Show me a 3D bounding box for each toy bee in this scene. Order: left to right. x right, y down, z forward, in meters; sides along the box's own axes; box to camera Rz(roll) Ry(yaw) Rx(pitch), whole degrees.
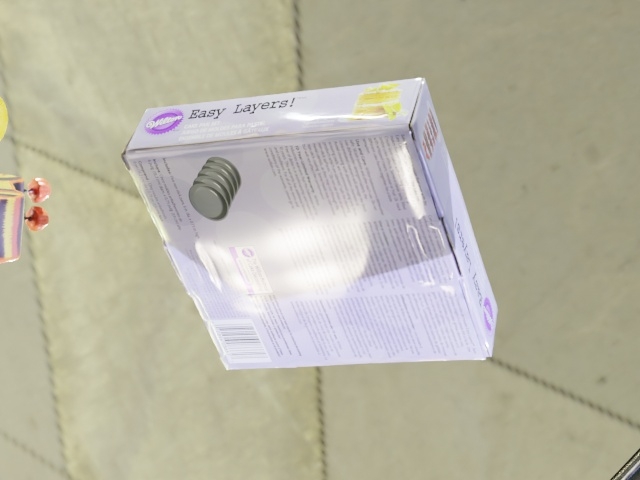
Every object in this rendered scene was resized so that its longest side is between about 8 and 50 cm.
[{"bbox_3d":[-0.294,-0.039,1.344,0.298,0.162,0.195,51,133,50],"label":"toy bee"}]

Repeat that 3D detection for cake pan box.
[{"bbox_3d":[0.000,0.000,1.301,0.245,0.070,0.267,-4,131,23],"label":"cake pan box"}]

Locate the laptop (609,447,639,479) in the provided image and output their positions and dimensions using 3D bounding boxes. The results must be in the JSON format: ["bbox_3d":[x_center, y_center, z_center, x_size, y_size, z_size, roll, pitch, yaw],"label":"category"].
[{"bbox_3d":[0.231,0.233,0.889,0.382,0.408,0.236,-51,27,18],"label":"laptop"}]
